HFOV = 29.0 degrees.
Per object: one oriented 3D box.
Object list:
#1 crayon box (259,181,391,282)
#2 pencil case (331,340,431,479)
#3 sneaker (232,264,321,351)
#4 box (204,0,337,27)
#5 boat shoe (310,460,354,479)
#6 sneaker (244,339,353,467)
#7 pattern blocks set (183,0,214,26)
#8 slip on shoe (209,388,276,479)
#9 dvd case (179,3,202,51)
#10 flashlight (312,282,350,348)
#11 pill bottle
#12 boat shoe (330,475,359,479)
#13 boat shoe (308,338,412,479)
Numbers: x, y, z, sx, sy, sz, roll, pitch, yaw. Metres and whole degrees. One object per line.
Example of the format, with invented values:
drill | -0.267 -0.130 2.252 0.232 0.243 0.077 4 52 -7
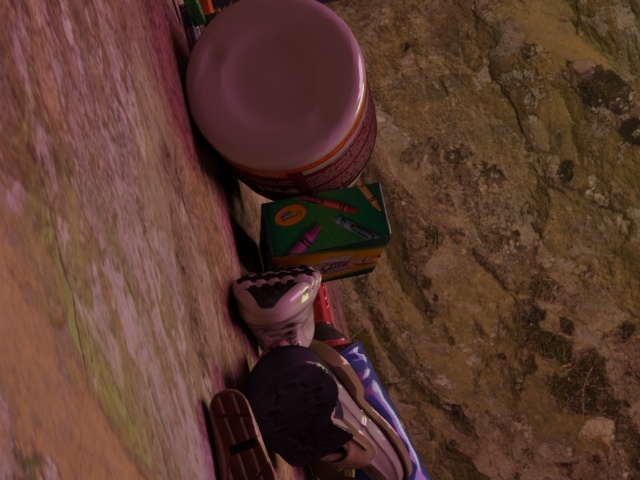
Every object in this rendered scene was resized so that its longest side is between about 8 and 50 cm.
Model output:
crayon box | 0.000 0.000 1.772 0.278 0.165 0.081 105 -26 -78
pencil case | 0.069 0.313 1.923 0.306 0.133 0.119 64 -10 7
sneaker | -0.047 0.094 1.564 0.292 0.110 0.118 1 85 -86
box | -0.079 -0.423 1.935 0.183 0.233 0.059 -99 177 -48
boat shoe | -0.004 0.299 1.833 0.072 0.068 0.190 -53 123 -67
sneaker | -0.044 0.165 1.429 0.131 0.112 0.319 62 -7 24
pattern blocks set | -0.195 -0.434 1.686 0.285 0.026 0.324 68 7 -50
slip on shoe | -0.072 0.204 1.128 0.041 0.051 0.135 105 -32 -72
dvd case | -0.167 -0.260 1.689 0.087 0.013 0.119 -56 133 -86
flashlight | -0.003 0.119 2.176 0.103 0.103 0.304 44 28 -51
pill bottle | -0.038 -0.170 1.671 0.392 0.224 0.224 54 23 -80
boat shoe | 0.063 0.512 1.779 0.342 0.123 0.123 66 -29 9
boat shoe | 0.028 0.270 1.749 0.113 0.103 0.302 16 -32 47
